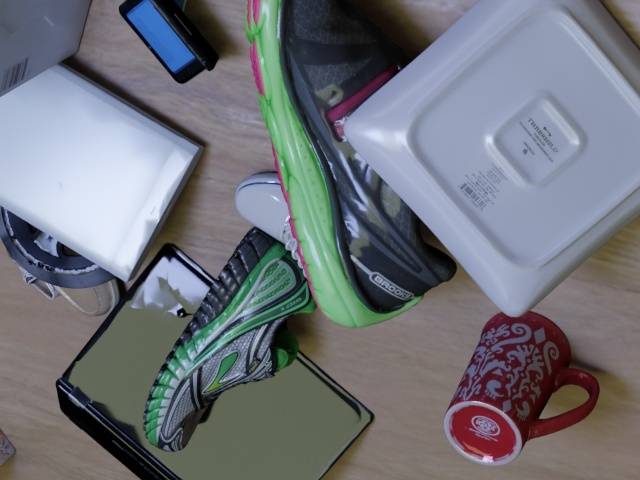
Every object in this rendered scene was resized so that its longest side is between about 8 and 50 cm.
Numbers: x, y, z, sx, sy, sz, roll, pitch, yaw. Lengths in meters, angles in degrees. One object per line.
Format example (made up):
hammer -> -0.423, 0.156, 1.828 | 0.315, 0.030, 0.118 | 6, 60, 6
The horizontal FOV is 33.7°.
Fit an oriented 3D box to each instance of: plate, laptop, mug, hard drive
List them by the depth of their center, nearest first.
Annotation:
plate -> 0.210, -0.100, 1.043 | 0.278, 0.045, 0.277 | -41, 99, 9
mug -> 0.228, 0.169, 1.214 | 0.150, 0.169, 0.113 | -11, 112, 35
hard drive -> -0.331, -0.111, 1.373 | 0.307, 0.040, 0.203 | 31, 101, 4
laptop -> -0.181, 0.263, 1.608 | 0.382, 0.236, 0.408 | 40, 159, 2

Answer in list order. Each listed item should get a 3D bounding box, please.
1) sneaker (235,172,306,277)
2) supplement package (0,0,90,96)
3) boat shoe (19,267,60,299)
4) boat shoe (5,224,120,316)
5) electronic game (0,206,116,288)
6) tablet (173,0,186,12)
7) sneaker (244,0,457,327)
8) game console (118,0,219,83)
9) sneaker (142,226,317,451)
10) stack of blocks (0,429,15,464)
sneaker -> 0.000, 0.000, 1.287 | 0.258, 0.091, 0.094 | 26, 129, 13
supplement package -> -0.394, -0.286, 1.218 | 0.145, 0.262, 0.204 | 34, 130, 7
boat shoe -> -0.435, 0.052, 1.605 | 0.100, 0.035, 0.035 | 44, 131, -2
boat shoe -> -0.410, -0.001, 1.516 | 0.109, 0.098, 0.302 | -27, 104, 39
electronic game -> -0.335, -0.048, 1.427 | 0.229, 0.048, 0.229 | 1, 98, 9
tablet -> -0.178, -0.309, 1.248 | 0.054, 0.006, 0.083 | 30, 129, 10
sneaker -> 0.039, -0.149, 1.148 | 0.202, 0.185, 0.483 | -14, 108, -4
game console -> -0.185, -0.240, 1.249 | 0.071, 0.107, 0.122 | -37, 107, 12
sneaker -> -0.120, 0.157, 1.390 | 0.146, 0.134, 0.344 | 33, 112, -3
stack of blocks -> -0.692, 0.312, 1.829 | 0.087, 0.171, 0.297 | -23, 105, 38
